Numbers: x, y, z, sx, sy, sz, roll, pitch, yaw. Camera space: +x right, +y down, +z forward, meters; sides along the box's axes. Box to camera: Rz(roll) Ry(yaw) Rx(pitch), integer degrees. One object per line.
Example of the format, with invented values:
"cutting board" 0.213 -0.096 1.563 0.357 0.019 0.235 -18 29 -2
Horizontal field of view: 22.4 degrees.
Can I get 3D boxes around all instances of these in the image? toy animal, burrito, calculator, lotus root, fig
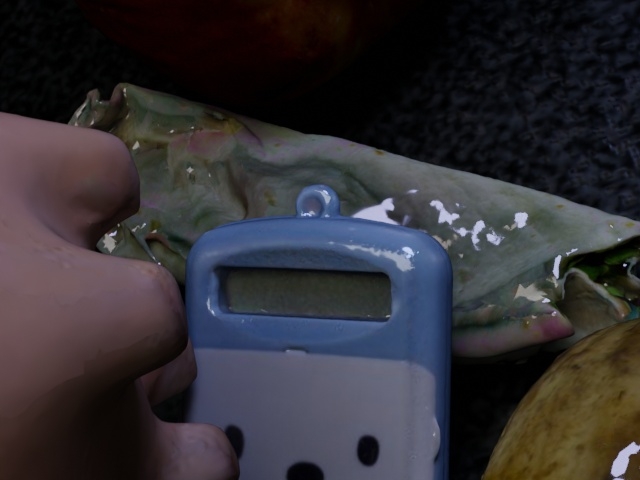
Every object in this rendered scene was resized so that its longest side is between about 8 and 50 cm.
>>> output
"toy animal" -0.166 0.099 0.617 0.269 0.326 0.237 -14 45 -6
"burrito" 0.002 -0.002 0.741 0.309 0.066 0.096 14 70 23
"calculator" -0.003 0.081 0.681 0.121 0.039 0.210 3 92 23
"lotus root" 0.126 0.103 0.615 0.138 0.138 0.214 -2 55 20
"fig" -0.063 -0.153 0.815 0.290 0.190 0.191 -9 56 59
